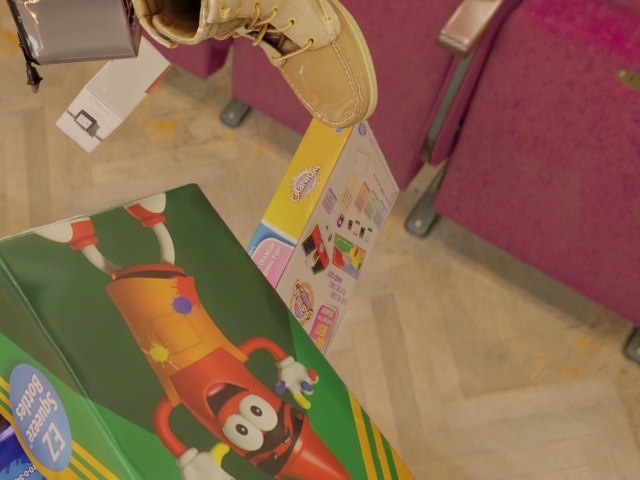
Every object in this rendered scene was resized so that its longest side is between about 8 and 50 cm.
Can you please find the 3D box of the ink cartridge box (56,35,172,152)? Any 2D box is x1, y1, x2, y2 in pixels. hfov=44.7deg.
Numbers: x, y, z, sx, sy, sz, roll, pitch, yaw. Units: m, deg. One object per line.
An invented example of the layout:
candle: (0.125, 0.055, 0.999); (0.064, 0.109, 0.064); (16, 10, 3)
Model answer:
ink cartridge box: (-0.271, -0.188, 1.013); (0.063, 0.150, 0.109); (42, 62, -18)

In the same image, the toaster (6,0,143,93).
toaster: (-0.232, -0.265, 0.728); (0.110, 0.185, 0.168); (-2, 53, -1)

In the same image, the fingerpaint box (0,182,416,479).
fingerpaint box: (-0.125, 0.249, 0.571); (0.163, 0.445, 0.371); (-22, 68, -43)

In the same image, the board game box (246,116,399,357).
board game box: (0.000, 0.000, 1.102); (0.064, 0.242, 0.316); (18, 72, 26)

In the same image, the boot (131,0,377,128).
boot: (-0.057, -0.191, 0.694); (0.095, 0.262, 0.203); (-18, 18, 32)
